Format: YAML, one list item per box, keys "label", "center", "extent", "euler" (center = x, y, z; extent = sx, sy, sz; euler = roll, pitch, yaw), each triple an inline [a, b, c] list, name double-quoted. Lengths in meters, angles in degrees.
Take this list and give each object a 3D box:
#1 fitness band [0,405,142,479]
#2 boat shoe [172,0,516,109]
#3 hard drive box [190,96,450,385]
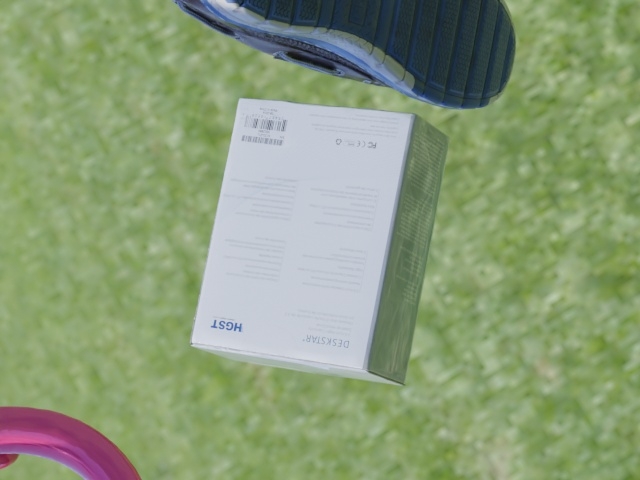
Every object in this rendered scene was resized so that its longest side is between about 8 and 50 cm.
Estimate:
- label: "fitness band"
  center: [-0.239, 0.212, 1.214]
  extent: [0.054, 0.291, 0.209]
  euler: [79, 169, -54]
- label: "boat shoe"
  center: [0.008, -0.103, 0.852]
  extent: [0.183, 0.066, 0.066]
  euler: [19, 171, -40]
- label: "hard drive box"
  center: [0.000, 0.000, 1.774]
  extent: [0.181, 0.232, 0.089]
  euler: [8, 171, 27]
